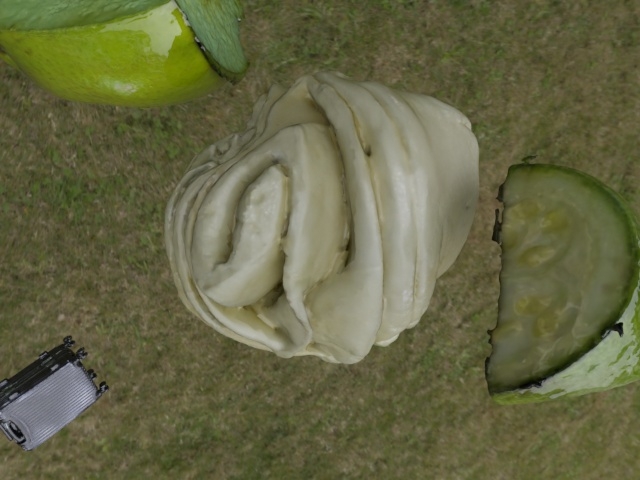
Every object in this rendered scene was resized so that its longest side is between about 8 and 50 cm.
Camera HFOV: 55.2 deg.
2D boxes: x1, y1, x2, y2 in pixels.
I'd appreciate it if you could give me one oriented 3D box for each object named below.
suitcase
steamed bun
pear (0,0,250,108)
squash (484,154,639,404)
[{"bbox_3d":[-0.339,0.191,0.760,0.126,0.059,0.086,-38,125,-29],"label":"suitcase"},{"bbox_3d":[0.000,-0.003,0.567,0.289,0.203,0.276,-2,119,9],"label":"steamed bun"},{"bbox_3d":[-0.219,-0.231,0.634,0.292,0.292,0.159,-31,147,-9],"label":"pear"},{"bbox_3d":[0.246,0.072,0.486,0.288,0.111,0.203,40,51,-38],"label":"squash"}]
